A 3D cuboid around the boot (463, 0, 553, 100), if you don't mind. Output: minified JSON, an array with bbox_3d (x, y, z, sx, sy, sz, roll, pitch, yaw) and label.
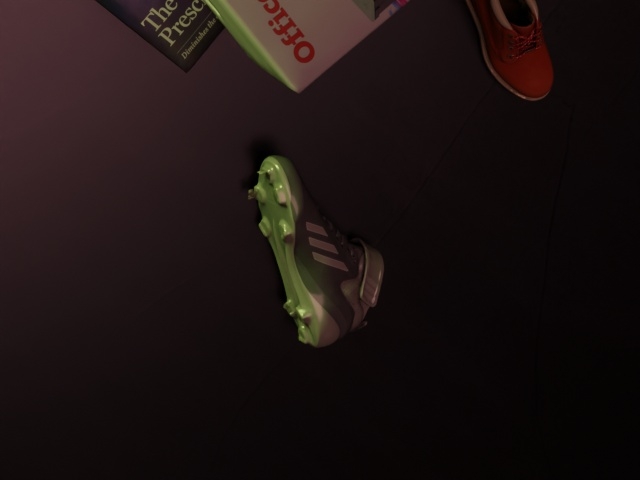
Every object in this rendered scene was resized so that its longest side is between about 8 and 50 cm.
[{"bbox_3d":[0.186,-0.192,1.496,0.059,0.084,0.158,-35,117,-5],"label":"boot"}]

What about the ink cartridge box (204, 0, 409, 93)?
[{"bbox_3d":[0.012,-0.287,1.277,0.278,0.117,0.201,-40,118,0],"label":"ink cartridge box"}]

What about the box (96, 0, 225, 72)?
[{"bbox_3d":[-0.109,-0.306,1.352,0.184,0.103,0.261,37,95,-23],"label":"box"}]

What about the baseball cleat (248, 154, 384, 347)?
[{"bbox_3d":[0.000,0.000,1.526,0.109,0.072,0.206,-24,120,-23],"label":"baseball cleat"}]
